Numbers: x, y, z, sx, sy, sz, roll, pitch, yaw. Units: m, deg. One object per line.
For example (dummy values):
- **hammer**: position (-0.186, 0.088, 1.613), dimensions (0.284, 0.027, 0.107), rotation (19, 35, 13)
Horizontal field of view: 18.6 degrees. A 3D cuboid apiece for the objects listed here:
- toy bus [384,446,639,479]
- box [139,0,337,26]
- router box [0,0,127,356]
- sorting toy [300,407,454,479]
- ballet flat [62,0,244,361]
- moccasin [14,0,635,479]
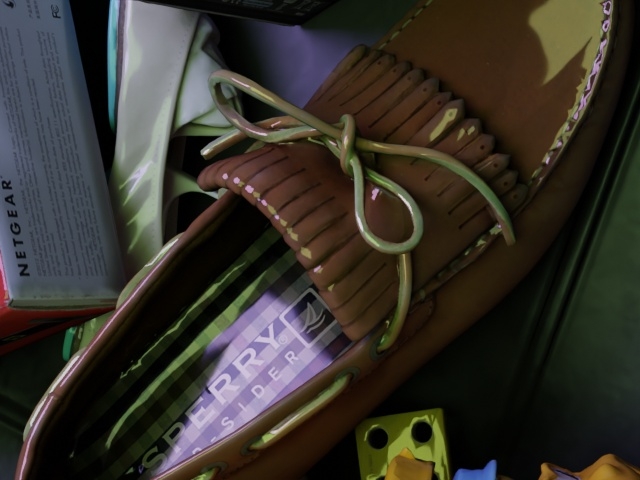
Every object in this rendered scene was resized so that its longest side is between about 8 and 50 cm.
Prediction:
- **toy bus**: position (0.054, 0.168, 0.875), dimensions (0.211, 0.149, 0.220), rotation (33, 101, 1)
- **box**: position (-0.002, -0.182, 0.872), dimensions (0.216, 0.270, 0.060), rotation (-31, 77, 25)
- **router box**: position (-0.261, -0.082, 1.067), dimensions (0.301, 0.082, 0.335), rotation (-23, 75, 39)
- **sorting toy**: position (-0.029, 0.188, 1.004), dimensions (0.274, 0.046, 0.132), rotation (-34, 75, 12)
- **ballet flat**: position (-0.078, -0.044, 1.029), dimensions (0.086, 0.086, 0.248), rotation (11, 97, 27)
- **moccasin**: position (-0.002, -0.002, 0.923), dimensions (0.380, 0.147, 0.139), rotation (-42, 66, 8)
